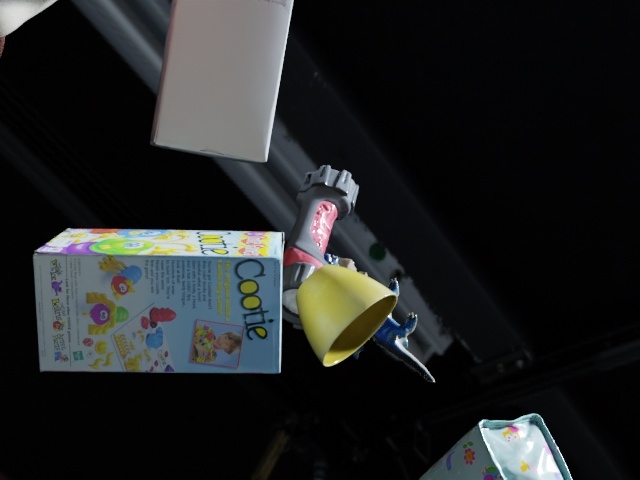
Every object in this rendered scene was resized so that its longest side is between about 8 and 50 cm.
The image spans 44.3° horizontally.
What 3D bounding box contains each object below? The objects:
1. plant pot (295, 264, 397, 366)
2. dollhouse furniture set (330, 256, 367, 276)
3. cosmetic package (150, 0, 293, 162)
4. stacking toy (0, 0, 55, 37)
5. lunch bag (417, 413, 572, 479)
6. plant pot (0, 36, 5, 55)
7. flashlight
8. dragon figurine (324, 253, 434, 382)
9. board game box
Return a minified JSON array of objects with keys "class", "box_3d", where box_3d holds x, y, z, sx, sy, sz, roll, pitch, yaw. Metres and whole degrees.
[{"class":"plant pot","box_3d":[0.022,0.089,1.058,0.095,0.134,0.134,45,-48,21]},{"class":"dollhouse furniture set","box_3d":[0.034,0.054,1.568,0.144,0.123,0.151,5,-41,29]},{"class":"cosmetic package","box_3d":[-0.169,-0.326,1.353,0.197,0.155,0.366,10,-87,-17]},{"class":"stacking toy","box_3d":[-0.393,-0.411,0.605,0.350,0.350,0.480,-27,-96,27]},{"class":"lunch bag","box_3d":[0.275,0.426,1.158,0.160,0.262,0.223,2,-41,-31]},{"class":"plant pot","box_3d":[-0.642,-0.375,1.151,0.272,0.265,0.272,-26,-24,-12]},{"class":"flashlight","box_3d":[0.000,0.000,1.253,0.103,0.304,0.103,-21,-59,32]},{"class":"dragon figurine","box_3d":[0.084,0.148,1.369,0.144,0.289,0.085,-10,-33,-21]},{"class":"board game box","box_3d":[-0.183,0.069,0.951,0.275,0.142,0.144,1,-78,-2]}]
